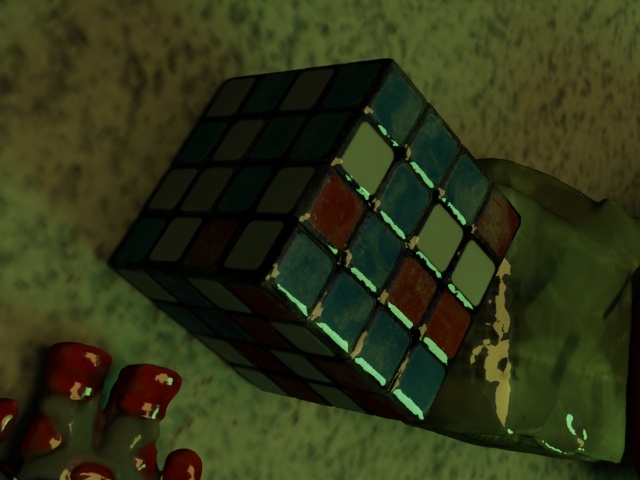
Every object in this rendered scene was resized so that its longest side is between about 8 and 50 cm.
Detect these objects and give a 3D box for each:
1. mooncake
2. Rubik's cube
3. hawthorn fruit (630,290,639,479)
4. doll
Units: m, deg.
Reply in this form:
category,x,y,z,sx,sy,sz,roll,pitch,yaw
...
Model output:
category,x,y,z,sx,sy,sz,roll,pitch,yaw
mooncake,0.084,0.030,0.481,0.130,0.073,0.125,19,77,-42
Rubik's cube,0.000,0.000,0.394,0.092,0.092,0.092,45,64,-33
hawthorn fruit,0.286,0.087,0.586,0.299,0.211,0.211,25,76,-50
doll,-0.089,0.131,0.343,0.104,0.062,0.195,29,66,-39
